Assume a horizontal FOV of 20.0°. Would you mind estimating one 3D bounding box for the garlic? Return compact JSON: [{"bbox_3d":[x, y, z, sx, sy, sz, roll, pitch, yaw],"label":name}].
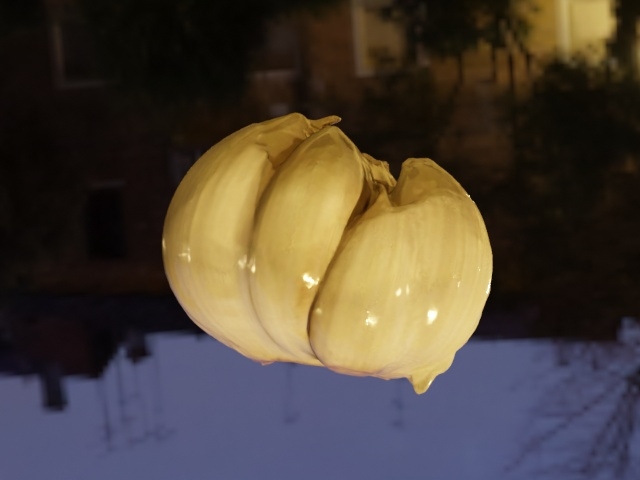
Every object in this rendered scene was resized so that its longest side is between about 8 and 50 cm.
[{"bbox_3d":[-0.015,-0.005,1.403,0.185,0.203,0.281,21,170,-36],"label":"garlic"}]
